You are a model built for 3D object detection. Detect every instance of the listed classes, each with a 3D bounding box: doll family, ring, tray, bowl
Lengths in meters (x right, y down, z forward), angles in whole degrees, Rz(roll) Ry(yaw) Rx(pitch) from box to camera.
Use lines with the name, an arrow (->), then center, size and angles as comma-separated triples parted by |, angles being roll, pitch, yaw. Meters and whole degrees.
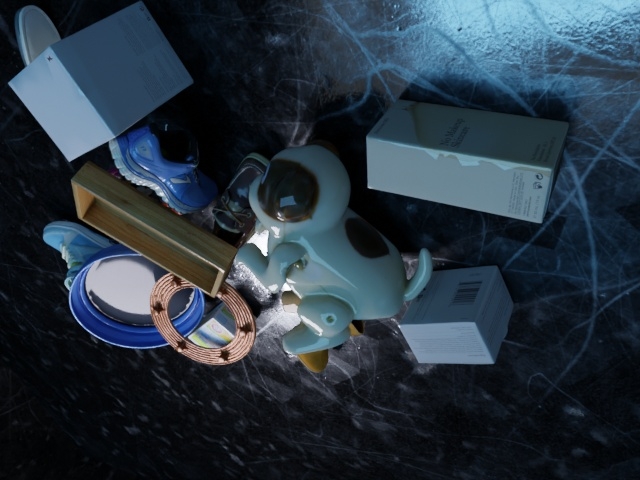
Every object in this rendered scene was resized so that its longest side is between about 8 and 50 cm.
doll family -> -0.505, -0.087, 1.609 | 0.262, 0.118, 0.163 | 16, 135, 22
ring -> -0.348, 0.232, 1.694 | 0.336, 0.032, 0.337 | 9, 121, 15
tray -> -0.411, -0.020, 1.453 | 0.410, 0.076, 0.203 | 30, 150, -2
bowl -> -0.547, 0.167, 1.767 | 0.390, 0.077, 0.392 | -4, 128, -6

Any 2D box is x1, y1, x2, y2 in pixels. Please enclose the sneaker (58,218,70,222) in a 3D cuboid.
sneaker -> -0.834, -0.039, 1.941 | 0.083, 0.031, 0.035 | 30, 139, 7

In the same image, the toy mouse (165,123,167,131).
toy mouse -> -0.395, -0.229, 1.472 | 0.160, 0.031, 0.143 | 29, 138, 9

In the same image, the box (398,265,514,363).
box -> 0.293, 0.159, 1.248 | 0.181, 0.181, 0.119 | -9, 121, 39

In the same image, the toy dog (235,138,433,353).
toy dog -> 0.000, 0.000, 1.234 | 0.395, 0.285, 0.408 | -7, 121, 37

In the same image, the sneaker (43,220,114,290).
sneaker -> -0.778, 0.068, 1.848 | 0.318, 0.208, 0.127 | 20, 138, 7

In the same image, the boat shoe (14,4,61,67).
boat shoe -> -0.692, -0.422, 1.437 | 0.098, 0.116, 0.320 | 17, 140, 15

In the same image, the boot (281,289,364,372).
boot -> 0.026, 0.249, 1.569 | 0.211, 0.104, 0.295 | -1, 122, 35

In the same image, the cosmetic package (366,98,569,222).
cosmetic package -> 0.251, -0.146, 1.018 | 0.309, 0.160, 0.113 | 14, 133, 22

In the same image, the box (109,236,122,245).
box -> -0.599, -0.022, 1.800 | 0.116, 0.029, 0.162 | 30, 139, 7

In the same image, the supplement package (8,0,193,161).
supplement package -> -0.458, -0.337, 1.242 | 0.198, 0.263, 0.199 | -13, 119, 40

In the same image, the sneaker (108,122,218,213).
sneaker -> -0.321, -0.165, 1.339 | 0.147, 0.330, 0.130 | -28, 67, 13

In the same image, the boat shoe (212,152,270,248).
boat shoe -> -0.198, -0.067, 1.417 | 0.123, 0.123, 0.342 | 37, 139, 0

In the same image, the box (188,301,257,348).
box -> -0.305, 0.270, 1.810 | 0.114, 0.103, 0.203 | 44, 138, -9
